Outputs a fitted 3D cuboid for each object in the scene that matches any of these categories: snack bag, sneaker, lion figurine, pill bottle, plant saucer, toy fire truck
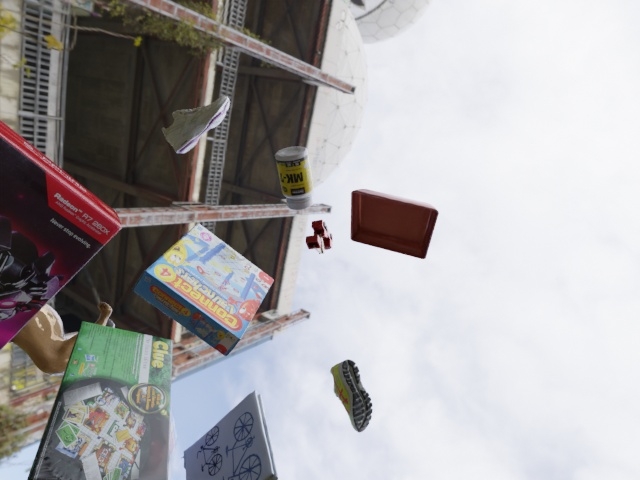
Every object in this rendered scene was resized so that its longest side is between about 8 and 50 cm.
[{"bbox_3d":[-0.286,0.678,1.297,0.342,0.037,0.323,-42,-148,4],"label":"snack bag"},{"bbox_3d":[-0.502,-0.494,1.720,0.305,0.114,0.152,-42,-86,-2],"label":"sneaker"},{"bbox_3d":[-0.611,0.186,0.922,0.142,0.240,0.392,-9,-52,42],"label":"lion figurine"},{"bbox_3d":[-0.089,-0.225,1.557,0.119,0.119,0.209,10,-55,32],"label":"pill bottle"},{"bbox_3d":[0.223,-0.058,1.335,0.258,0.048,0.259,15,-33,13],"label":"plant saucer"},{"bbox_3d":[0.085,0.456,1.263,0.094,0.081,0.209,-25,-104,47],"label":"sneaker"},{"bbox_3d":[0.000,0.000,1.578,0.047,0.192,0.135,-8,-123,16],"label":"toy fire truck"}]

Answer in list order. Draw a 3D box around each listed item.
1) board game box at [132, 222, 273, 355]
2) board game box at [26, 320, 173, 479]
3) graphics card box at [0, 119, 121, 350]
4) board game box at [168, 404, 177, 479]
[{"bbox_3d":[-0.320,0.129,1.248,0.308,0.302,0.086,38,-62,-8],"label":"board game box"},{"bbox_3d":[-0.259,0.202,0.543,0.030,0.136,0.260,-64,-155,17],"label":"board game box"},{"bbox_3d":[-0.495,0.033,0.578,0.371,0.233,0.094,-47,-143,-9],"label":"graphics card box"},{"bbox_3d":[-0.490,0.595,1.253,0.065,0.318,0.319,-3,-64,-9],"label":"board game box"}]
